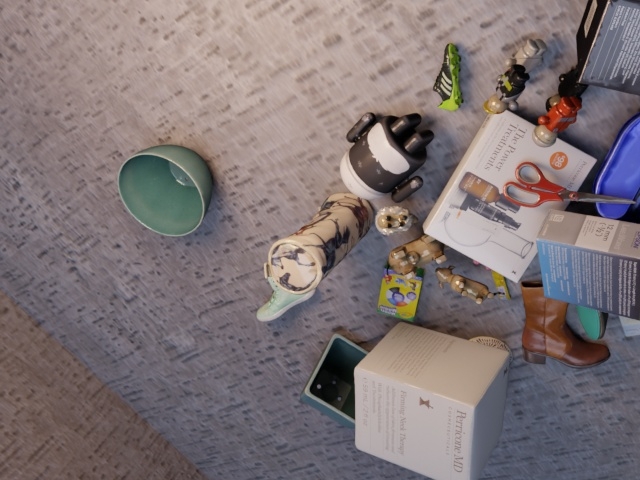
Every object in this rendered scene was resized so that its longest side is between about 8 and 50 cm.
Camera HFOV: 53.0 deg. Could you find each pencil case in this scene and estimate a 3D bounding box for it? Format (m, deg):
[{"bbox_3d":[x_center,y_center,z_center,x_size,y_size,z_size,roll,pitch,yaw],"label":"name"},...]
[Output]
[{"bbox_3d":[0.000,0.000,1.845,0.184,0.410,0.159,-10,109,31],"label":"pencil case"}]

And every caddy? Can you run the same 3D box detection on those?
[{"bbox_3d":[0.809,-0.161,1.547,0.241,0.179,0.341,28,110,18],"label":"caddy"}]

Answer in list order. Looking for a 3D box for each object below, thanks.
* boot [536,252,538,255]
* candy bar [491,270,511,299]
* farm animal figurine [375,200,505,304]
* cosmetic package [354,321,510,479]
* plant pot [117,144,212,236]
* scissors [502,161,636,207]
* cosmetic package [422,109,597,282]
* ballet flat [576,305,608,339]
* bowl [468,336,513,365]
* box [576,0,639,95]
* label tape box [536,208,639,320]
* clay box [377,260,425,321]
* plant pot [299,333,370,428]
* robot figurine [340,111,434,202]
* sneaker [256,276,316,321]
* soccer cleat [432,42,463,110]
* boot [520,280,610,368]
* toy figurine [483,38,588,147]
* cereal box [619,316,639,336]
[{"bbox_3d":[0.576,-0.032,1.817,0.165,0.077,0.213,-21,114,34],"label":"boot"},{"bbox_3d":[0.551,0.123,1.972,0.040,0.018,0.161,-8,121,30],"label":"candy bar"},{"bbox_3d":[0.343,0.036,1.866,0.327,0.172,0.330,-11,96,5],"label":"farm animal figurine"},{"bbox_3d":[0.355,0.510,2.047,0.394,0.327,0.329,12,117,31],"label":"cosmetic package"},{"bbox_3d":[-0.459,-0.186,2.023,0.290,0.195,0.290,10,126,14],"label":"plant pot"},{"bbox_3d":[0.594,-0.102,1.559,0.297,0.021,0.109,25,100,25],"label":"scissors"},{"bbox_3d":[0.487,-0.120,1.685,0.284,0.097,0.377,28,104,-2],"label":"cosmetic package"},{"bbox_3d":[0.780,0.153,1.849,0.096,0.095,0.280,-31,107,-12],"label":"ballet flat"},{"bbox_3d":[0.550,0.409,2.137,0.170,0.080,0.170,10,126,14],"label":"bowl"},{"bbox_3d":[0.709,-0.424,1.312,0.313,0.343,0.178,15,126,11],"label":"box"},{"bbox_3d":[0.721,0.070,1.561,0.348,0.115,0.249,12,146,33],"label":"label tape box"},{"bbox_3d":[0.260,0.178,2.100,0.128,0.053,0.222,14,127,12],"label":"clay box"},{"bbox_3d":[0.069,0.526,2.309,0.247,0.247,0.252,31,152,-2],"label":"plant pot"},{"bbox_3d":[0.180,-0.231,1.767,0.174,0.209,0.278,21,135,-33],"label":"robot figurine"},{"bbox_3d":[-0.157,0.176,2.230,0.256,0.094,0.151,-33,114,25],"label":"sneaker"},{"bbox_3d":[0.323,-0.417,1.650,0.072,0.060,0.178,10,128,30],"label":"soccer cleat"},{"bbox_3d":[0.751,0.245,1.964,0.264,0.096,0.280,3,114,23],"label":"boot"},{"bbox_3d":[0.517,-0.350,1.529,0.210,0.213,0.148,30,145,3],"label":"toy figurine"},{"bbox_3d":[0.932,0.162,1.835,0.173,0.047,0.240,-14,118,28],"label":"cereal box"}]
